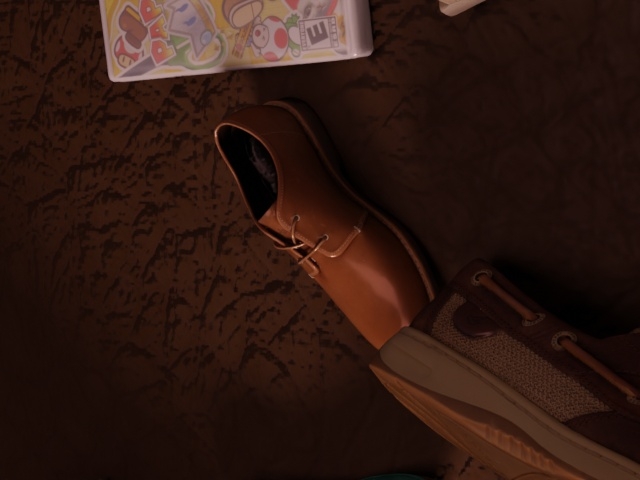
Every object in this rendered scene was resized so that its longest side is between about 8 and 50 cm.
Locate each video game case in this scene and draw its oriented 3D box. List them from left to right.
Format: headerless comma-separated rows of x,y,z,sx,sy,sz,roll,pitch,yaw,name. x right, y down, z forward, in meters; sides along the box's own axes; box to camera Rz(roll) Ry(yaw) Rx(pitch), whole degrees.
-0.069,-0.226,0.944,0.206,0.026,0.227,-1,99,32,video game case

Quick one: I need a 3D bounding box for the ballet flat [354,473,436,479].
0.014,0.203,0.975,0.232,0.080,0.073,-9,121,45,ballet flat

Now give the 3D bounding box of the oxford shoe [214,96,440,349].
0.000,0.000,0.926,0.212,0.076,0.076,52,127,18,oxford shoe

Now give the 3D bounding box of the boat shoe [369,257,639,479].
0.174,0.095,0.753,0.123,0.123,0.342,-51,39,-11,boat shoe

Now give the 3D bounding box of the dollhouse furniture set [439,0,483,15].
0.080,-0.326,0.756,0.286,0.198,0.303,-21,62,42,dollhouse furniture set

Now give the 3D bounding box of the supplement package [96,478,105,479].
-0.237,0.369,1.138,0.199,0.198,0.263,48,127,23,supplement package
